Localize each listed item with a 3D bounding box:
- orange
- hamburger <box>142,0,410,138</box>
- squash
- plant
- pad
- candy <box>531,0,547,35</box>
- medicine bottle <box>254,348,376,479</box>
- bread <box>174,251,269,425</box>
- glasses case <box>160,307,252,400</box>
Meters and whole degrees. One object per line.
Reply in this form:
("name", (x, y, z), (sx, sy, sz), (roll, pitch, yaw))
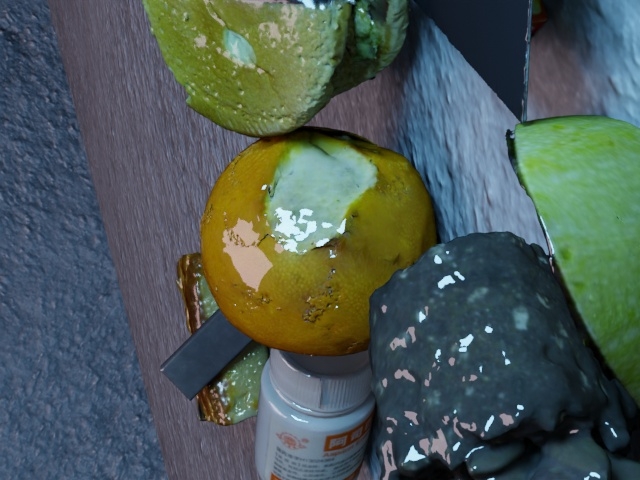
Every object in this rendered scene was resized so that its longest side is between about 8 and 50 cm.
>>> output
("orange", (0.000, 0.000, 1.249), (0.240, 0.240, 0.240), (170, 90, -73))
("hamburger", (-0.045, -0.193, 1.201), (0.288, 0.167, 0.192), (17, 136, 36))
("squash", (0.167, 0.001, 0.861), (0.204, 0.155, 0.237), (116, 140, -59))
("plant", (0.150, 0.164, 0.932), (0.181, 0.194, 0.321), (-34, 56, 34))
("pad", (0.109, -0.261, 0.957), (0.367, 0.007, 0.248), (-109, 17, -65))
("candy", (0.138, -0.215, 1.010), (0.062, 0.038, 0.122), (136, 122, -70))
("medicine bottle", (-0.006, 0.194, 1.528), (0.252, 0.144, 0.144), (95, 157, -45))
("bread", (-0.157, 0.151, 2.038), (0.184, 0.114, 0.275), (163, 98, -72))
("glasses case", (-0.154, 0.153, 1.917), (0.072, 0.190, 0.042), (45, -167, 0))
